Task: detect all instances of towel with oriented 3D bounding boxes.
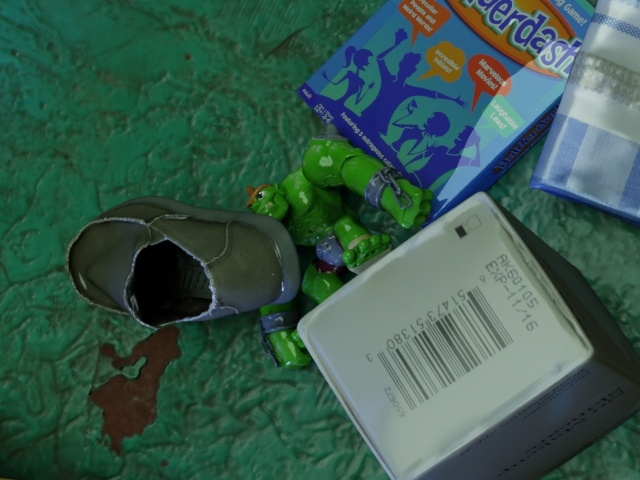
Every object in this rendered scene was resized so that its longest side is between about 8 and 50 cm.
[{"bbox_3d":[0.297,-0.134,1.130,0.209,0.034,0.285,22,90,7],"label":"towel"}]

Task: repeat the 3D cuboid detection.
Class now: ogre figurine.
[{"bbox_3d":[0.000,0.000,1.208,0.097,0.197,0.118,-16,57,-28],"label":"ogre figurine"}]

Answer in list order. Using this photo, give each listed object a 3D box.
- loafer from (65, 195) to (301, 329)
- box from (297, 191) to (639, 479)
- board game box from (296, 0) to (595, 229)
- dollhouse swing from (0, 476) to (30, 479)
[{"bbox_3d":[-0.127,0.017,1.211,0.251,0.087,0.094,-3,102,46],"label":"loafer"},{"bbox_3d":[0.118,0.080,1.035,0.148,0.311,0.121,-37,71,11],"label":"box"},{"bbox_3d":[0.109,-0.131,1.215,0.210,0.047,0.160,-45,70,7],"label":"board game box"},{"bbox_3d":[-0.313,0.330,1.274,0.305,0.315,0.346,9,82,-22],"label":"dollhouse swing"}]
